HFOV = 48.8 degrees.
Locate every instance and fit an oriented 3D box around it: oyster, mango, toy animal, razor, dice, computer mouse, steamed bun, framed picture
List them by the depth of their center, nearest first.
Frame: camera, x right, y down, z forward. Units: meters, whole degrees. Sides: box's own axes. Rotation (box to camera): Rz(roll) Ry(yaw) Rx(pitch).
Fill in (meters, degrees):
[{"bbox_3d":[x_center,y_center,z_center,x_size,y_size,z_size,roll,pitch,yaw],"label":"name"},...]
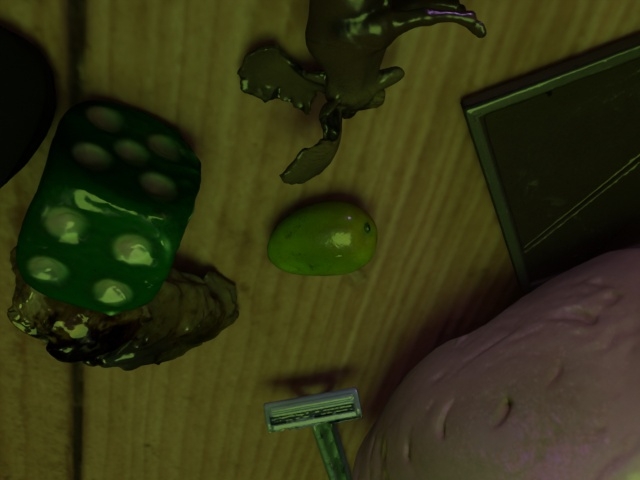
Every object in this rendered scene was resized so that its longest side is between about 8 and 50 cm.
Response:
[{"bbox_3d":[0.020,-0.155,0.524,0.185,0.094,0.214,-15,123,3],"label":"toy animal"},{"bbox_3d":[-0.330,-0.068,0.565,0.269,0.086,0.137,-29,126,21],"label":"computer mouse"},{"bbox_3d":[-0.172,-0.026,0.581,0.120,0.131,0.128,21,126,-20],"label":"dice"},{"bbox_3d":[0.319,-0.086,0.639,0.334,0.022,0.247,-20,130,12],"label":"framed picture"},{"bbox_3d":[0.000,0.000,0.666,0.108,0.056,0.073,-19,124,15],"label":"mango"},{"bbox_3d":[-0.189,0.078,0.676,0.161,0.107,0.232,-37,140,16],"label":"oyster"},{"bbox_3d":[0.282,0.242,0.728,0.371,0.290,0.456,25,124,-28],"label":"steamed bun"},{"bbox_3d":[0.012,0.268,0.908,0.110,0.056,0.278,-11,138,4],"label":"razor"}]
